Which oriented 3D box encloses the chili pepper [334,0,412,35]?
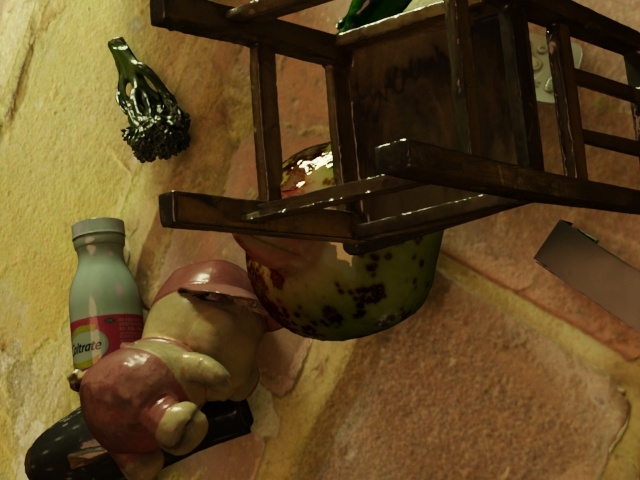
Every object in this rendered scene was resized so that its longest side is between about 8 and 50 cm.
[{"bbox_3d":[0.083,-0.287,1.049,0.216,0.062,0.108,-48,39,11],"label":"chili pepper"}]

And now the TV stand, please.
[{"bbox_3d":[0.311,0.069,0.899,0.256,0.040,0.049,38,105,30],"label":"TV stand"}]

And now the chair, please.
[{"bbox_3d":[0.095,-0.103,0.847,0.241,0.416,0.203,-13,78,39],"label":"chair"}]

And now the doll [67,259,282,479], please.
[{"bbox_3d":[-0.141,0.129,1.085,0.196,0.256,0.152,-3,128,34],"label":"doll"}]

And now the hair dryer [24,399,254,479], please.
[{"bbox_3d":[-0.186,0.353,1.195,0.304,0.120,0.359,-16,88,17],"label":"hair dryer"}]

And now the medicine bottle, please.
[{"bbox_3d":[-0.269,0.083,1.249,0.090,0.090,0.216,-16,75,31],"label":"medicine bottle"}]

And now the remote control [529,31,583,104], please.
[{"bbox_3d":[0.153,-0.181,1.020,0.229,0.044,0.073,16,72,31],"label":"remote control"}]

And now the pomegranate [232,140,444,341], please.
[{"bbox_3d":[0.000,0.000,0.987,0.214,0.248,0.214,-4,84,40],"label":"pomegranate"}]

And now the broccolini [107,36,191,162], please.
[{"bbox_3d":[-0.220,-0.181,1.272,0.091,0.068,0.202,-32,54,14],"label":"broccolini"}]
